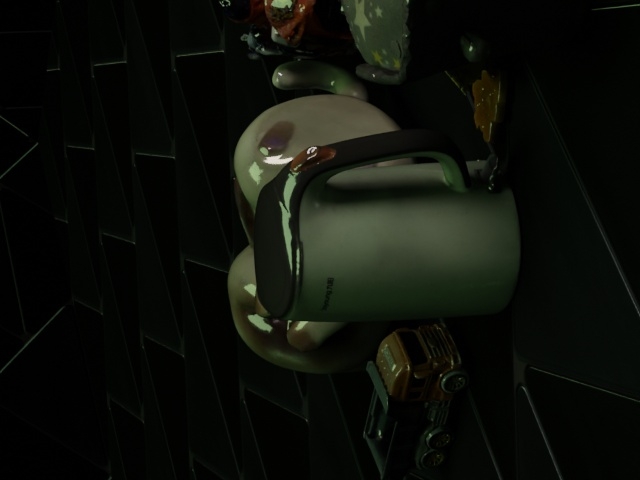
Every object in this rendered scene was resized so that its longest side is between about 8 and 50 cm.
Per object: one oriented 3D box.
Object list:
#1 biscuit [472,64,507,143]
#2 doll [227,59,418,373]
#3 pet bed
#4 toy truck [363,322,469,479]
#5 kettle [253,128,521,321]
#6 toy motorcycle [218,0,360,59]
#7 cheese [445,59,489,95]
[{"bbox_3d":[0.178,-0.149,1.892,0.092,0.016,0.082,111,154,-50],"label":"biscuit"},{"bbox_3d":[-0.001,-0.004,2.157,0.226,0.215,0.370,-73,-9,-68],"label":"doll"},{"bbox_3d":[0.138,-0.228,1.693,0.183,0.211,0.159,128,125,-62],"label":"pet bed"},{"bbox_3d":[0.101,0.185,2.071,0.083,0.092,0.192,-113,27,-47],"label":"toy truck"},{"bbox_3d":[0.065,-0.019,1.885,0.165,0.255,0.240,-110,24,-45],"label":"kettle"},{"bbox_3d":[-0.035,-0.280,2.195,0.401,0.207,0.134,-145,57,-77],"label":"toy motorcycle"},{"bbox_3d":[0.134,-0.263,1.871,0.156,0.064,0.250,41,-136,-51],"label":"cheese"}]
